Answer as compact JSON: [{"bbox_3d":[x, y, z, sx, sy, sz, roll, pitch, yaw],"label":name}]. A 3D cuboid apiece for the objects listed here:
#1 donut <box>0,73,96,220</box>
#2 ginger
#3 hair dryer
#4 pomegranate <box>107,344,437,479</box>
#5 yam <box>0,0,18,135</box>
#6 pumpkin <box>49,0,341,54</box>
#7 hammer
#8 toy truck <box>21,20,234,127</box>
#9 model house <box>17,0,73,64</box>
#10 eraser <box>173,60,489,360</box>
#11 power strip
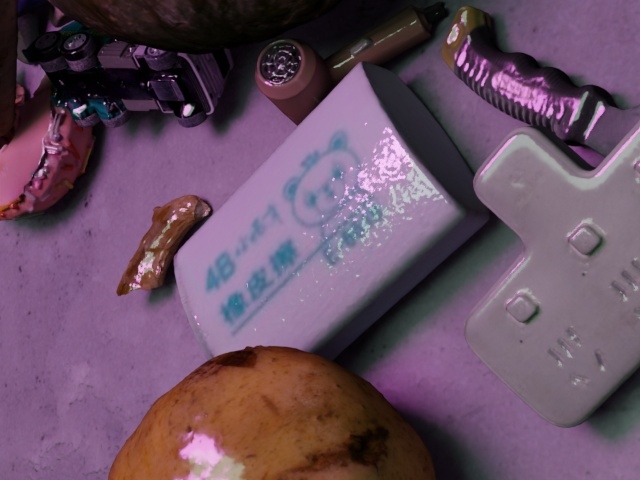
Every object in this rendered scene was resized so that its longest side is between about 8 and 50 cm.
[{"bbox_3d":[-0.361,-0.117,1.424,0.233,0.085,0.199,19,94,40],"label":"donut"},{"bbox_3d":[-0.171,0.006,1.275,0.137,0.044,0.057,-58,23,10],"label":"ginger"},{"bbox_3d":[0.035,-0.174,1.101,0.182,0.117,0.064,-31,66,11],"label":"hair dryer"},{"bbox_3d":[-0.038,0.231,0.982,0.281,0.281,0.281,-8,78,39],"label":"pomegranate"},{"bbox_3d":[-0.346,-0.203,1.226,0.071,0.067,0.317,33,151,3],"label":"yam"},{"bbox_3d":[-0.104,-0.389,1.065,0.454,0.344,0.454,-18,60,34],"label":"pumpkin"},{"bbox_3d":[0.190,-0.120,0.990,0.226,0.041,0.159,38,106,36],"label":"hammer"},{"bbox_3d":[-0.199,-0.197,1.267,0.216,0.110,0.116,4,51,27],"label":"toy truck"},{"bbox_3d":[-0.348,-0.372,1.386,0.280,0.245,0.312,59,151,0],"label":"model house"},{"bbox_3d":[0.000,0.000,1.093,0.290,0.104,0.189,-45,54,25],"label":"eraser"},{"bbox_3d":[0.207,-0.005,0.906,0.193,0.059,0.265,44,113,12],"label":"power strip"}]
